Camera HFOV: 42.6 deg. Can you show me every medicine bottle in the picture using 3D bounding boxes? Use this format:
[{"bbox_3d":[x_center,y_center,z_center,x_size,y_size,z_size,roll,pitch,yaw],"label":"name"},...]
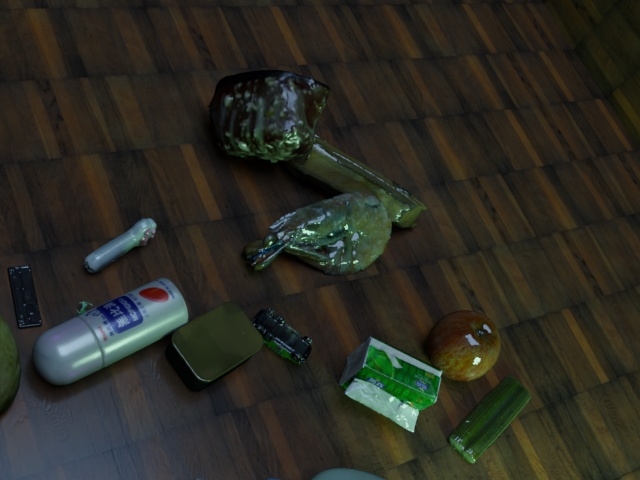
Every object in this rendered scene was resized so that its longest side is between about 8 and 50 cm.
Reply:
[{"bbox_3d":[-0.468,0.204,1.812,0.341,0.130,0.130,-26,74,-34],"label":"medicine bottle"}]

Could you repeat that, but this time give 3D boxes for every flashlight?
[{"bbox_3d":[-0.476,0.015,1.965,0.047,0.093,0.200,48,57,8],"label":"flashlight"}]

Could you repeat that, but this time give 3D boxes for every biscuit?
[{"bbox_3d":[0.461,0.470,2.186,0.322,0.038,0.099,-33,75,-38],"label":"biscuit"}]

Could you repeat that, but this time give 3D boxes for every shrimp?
[{"bbox_3d":[0.000,0.000,2.203,0.446,0.110,0.221,-13,102,-26],"label":"shrimp"}]

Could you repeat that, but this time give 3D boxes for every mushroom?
[{"bbox_3d":[-0.697,0.254,1.606,0.212,0.217,0.292,41,50,-3],"label":"mushroom"}]

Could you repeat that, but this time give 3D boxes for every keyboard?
[{"bbox_3d":[-0.664,0.124,1.841,0.053,0.010,0.155,-4,62,-31],"label":"keyboard"}]

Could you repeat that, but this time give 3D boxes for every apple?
[{"bbox_3d":[0.383,0.278,2.182,0.188,0.174,0.188,16,52,-21],"label":"apple"}]

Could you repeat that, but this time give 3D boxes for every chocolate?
[{"bbox_3d":[-0.149,-0.318,2.223,0.225,0.340,0.210,30,62,-60],"label":"chocolate"}]

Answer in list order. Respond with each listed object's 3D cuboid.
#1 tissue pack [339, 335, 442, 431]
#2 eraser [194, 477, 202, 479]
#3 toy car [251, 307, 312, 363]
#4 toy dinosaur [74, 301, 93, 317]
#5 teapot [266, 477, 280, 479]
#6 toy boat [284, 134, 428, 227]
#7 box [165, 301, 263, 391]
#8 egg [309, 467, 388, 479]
[{"bbox_3d":[0.169,0.362,2.031,0.209,0.148,0.156,28,51,-10],"label":"tissue pack"},{"bbox_3d":[-0.272,0.641,1.656,0.174,0.095,0.270,40,50,2],"label":"eraser"},{"bbox_3d":[-0.099,0.241,2.026,0.165,0.062,0.071,36,51,-2],"label":"toy car"},{"bbox_3d":[-0.525,0.175,1.874,0.083,0.021,0.062,25,56,-31],"label":"toy dinosaur"},{"bbox_3d":[-0.085,0.560,1.834,0.083,0.049,0.063,16,54,-18],"label":"teapot"},{"bbox_3d":[0.104,-0.164,2.360,0.446,0.136,0.162,29,16,-7],"label":"toy boat"},{"bbox_3d":[-0.252,0.251,1.922,0.201,0.090,0.144,-31,77,-38],"label":"box"},{"bbox_3d":[0.122,0.638,1.778,0.371,0.230,0.230,34,50,6],"label":"egg"}]
